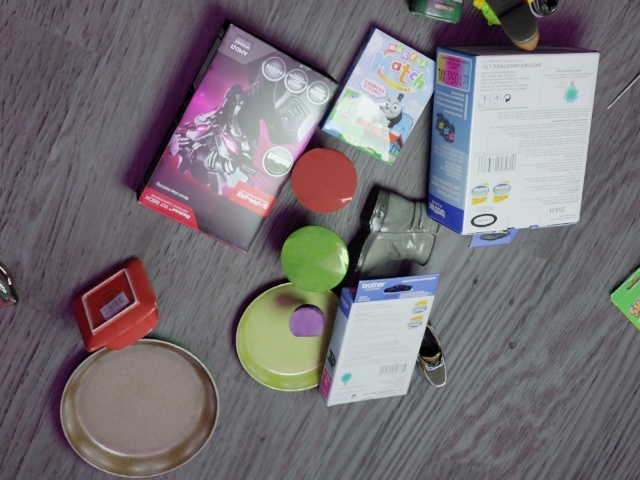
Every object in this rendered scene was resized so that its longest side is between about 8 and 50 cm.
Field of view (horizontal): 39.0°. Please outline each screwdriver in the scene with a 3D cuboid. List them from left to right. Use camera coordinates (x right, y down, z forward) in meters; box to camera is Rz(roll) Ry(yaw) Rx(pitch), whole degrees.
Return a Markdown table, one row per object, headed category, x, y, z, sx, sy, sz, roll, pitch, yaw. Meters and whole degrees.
| category | x | y | z | sx | sy | sz | roll | pitch | yaw |
| --- | --- | --- | --- | --- | --- | --- | --- | --- | --- |
| screwdriver | 0.636 | -0.325 | 1.803 | 0.025 | 0.024 | 0.170 | 23 | 112 | -47 |

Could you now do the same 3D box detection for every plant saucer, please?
| category | x | y | z | sx | sy | sz | roll | pitch | yaw |
| --- | --- | --- | --- | --- | --- | --- | --- | --- | --- |
| plant saucer | -0.360 | 0.330 | 1.814 | 0.311 | 0.050 | 0.310 | -3 | 110 | -10 |
| plant saucer | -0.053 | 0.190 | 1.833 | 0.241 | 0.037 | 0.241 | -3 | 109 | -9 |

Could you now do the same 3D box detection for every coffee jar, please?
| category | x | y | z | sx | sy | sz | roll | pitch | yaw |
| --- | --- | --- | --- | --- | --- | --- | --- | --- | --- |
| coffee jar | 0.227 | -0.492 | 1.629 | 0.096 | 0.079 | 0.184 | 9 | 106 | -14 |

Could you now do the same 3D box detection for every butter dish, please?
| category | x | y | z | sx | sy | sz | roll | pitch | yaw |
| --- | --- | --- | --- | --- | --- | --- | --- | --- | --- |
| butter dish | -0.368 | 0.141 | 1.711 | 0.160 | 0.160 | 0.118 | -33 | 135 | 1 |

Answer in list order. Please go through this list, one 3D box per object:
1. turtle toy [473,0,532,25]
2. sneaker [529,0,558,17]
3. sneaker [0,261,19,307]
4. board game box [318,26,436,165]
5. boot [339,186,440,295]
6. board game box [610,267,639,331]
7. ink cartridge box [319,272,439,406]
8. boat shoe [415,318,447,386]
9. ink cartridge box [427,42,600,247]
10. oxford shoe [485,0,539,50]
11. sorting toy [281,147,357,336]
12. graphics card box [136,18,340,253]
| category | x | y | z | sx | sy | sz | roll | pitch | yaw |
| --- | --- | --- | --- | --- | --- | --- | --- | --- | --- |
| turtle toy | 0.347 | -0.454 | 1.671 | 0.095 | 0.066 | 0.130 | 33 | 95 | 9 |
| sneaker | 0.433 | -0.499 | 1.668 | 0.072 | 0.077 | 0.178 | -1 | 108 | -12 |
| sneaker | -0.646 | 0.137 | 1.663 | 0.162 | 0.106 | 0.281 | 9 | 106 | -17 |
| board game box | 0.116 | -0.270 | 1.706 | 0.160 | 0.039 | 0.211 | 25 | 102 | -18 |
| boot | 0.144 | 0.026 | 1.787 | 0.161 | 0.083 | 0.246 | 18 | 98 | -17 |
| board game box | 0.746 | 0.157 | 1.980 | 0.124 | 0.039 | 0.259 | -45 | 114 | 5 |
| ink cartridge box | 0.114 | 0.187 | 1.798 | 0.186 | 0.065 | 0.311 | -4 | 126 | -24 |
| boat shoe | 0.225 | 0.239 | 1.888 | 0.066 | 0.066 | 0.183 | -25 | 112 | -2 |
| ink cartridge box | 0.355 | -0.165 | 1.710 | 0.270 | 0.151 | 0.395 | -6 | 108 | -21 |
| oxford shoe | 0.332 | -0.427 | 1.608 | 0.076 | 0.076 | 0.212 | -22 | 70 | 18 |
| sorting toy | 0.000 | 0.000 | 1.719 | 0.127 | 0.126 | 0.365 | 8 | 103 | 7 |
| graphics card box | -0.154 | -0.185 | 1.653 | 0.233 | 0.094 | 0.371 | 27 | 101 | -18 |
